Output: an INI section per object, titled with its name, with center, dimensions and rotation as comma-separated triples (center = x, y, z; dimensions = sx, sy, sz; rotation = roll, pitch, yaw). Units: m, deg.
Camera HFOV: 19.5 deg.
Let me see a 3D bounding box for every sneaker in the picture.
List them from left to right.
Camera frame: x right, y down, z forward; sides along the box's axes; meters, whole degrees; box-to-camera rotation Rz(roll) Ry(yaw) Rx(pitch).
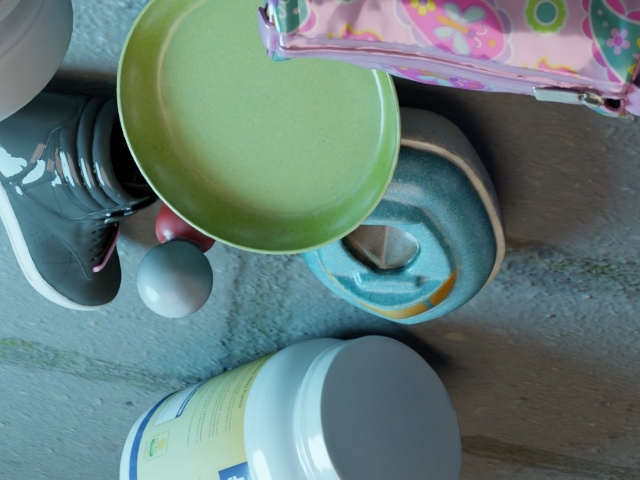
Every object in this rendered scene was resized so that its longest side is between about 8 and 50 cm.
[sneaker]
center = -0.198, -0.026, 1.670
dimensions = 0.147, 0.104, 0.295
rotation = 5, 144, 20

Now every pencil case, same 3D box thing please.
[pencil case]
center = 0.101, -0.161, 1.304
dimensions = 0.284, 0.124, 0.124
rotation = 11, 148, 3

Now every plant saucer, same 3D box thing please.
[plant saucer]
center = -0.045, -0.106, 1.469
dimensions = 0.241, 0.037, 0.241
rotation = 9, 116, 19

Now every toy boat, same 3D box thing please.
[toy boat]
center = 0.000, 0.000, 1.610
dimensions = 0.318, 0.148, 0.267
rotation = -1, 147, 18

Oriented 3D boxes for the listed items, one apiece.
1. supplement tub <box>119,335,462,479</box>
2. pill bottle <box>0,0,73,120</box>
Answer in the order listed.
[supplement tub]
center = -0.032, 0.230, 1.912
dimensions = 0.228, 0.228, 0.316
rotation = 32, 143, -30
[pill bottle]
center = -0.309, -0.254, 1.228
dimensions = 0.224, 0.224, 0.392
rotation = 2, 147, 14
